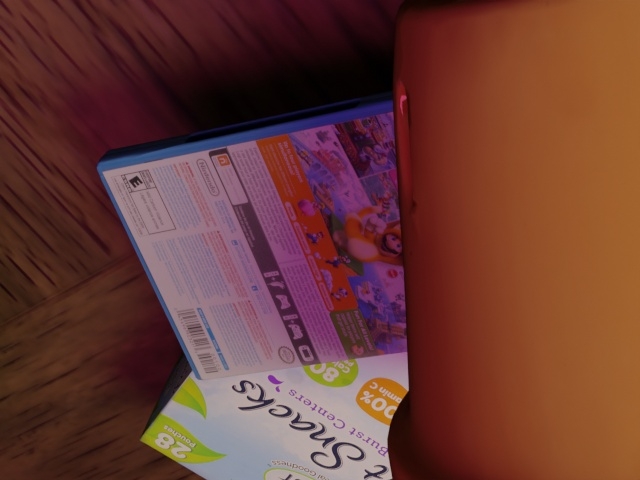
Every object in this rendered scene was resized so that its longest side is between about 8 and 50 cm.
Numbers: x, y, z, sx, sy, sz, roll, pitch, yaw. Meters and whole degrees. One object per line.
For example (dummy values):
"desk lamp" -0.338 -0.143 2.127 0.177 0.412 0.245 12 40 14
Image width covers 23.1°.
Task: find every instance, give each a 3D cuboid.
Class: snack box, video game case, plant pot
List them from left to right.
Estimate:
"video game case" 0.000 0.000 0.665 0.166 0.015 0.119 -10 119 24
"snack box" 0.037 0.064 0.754 0.174 0.070 0.207 31 129 -7
"plant pot" 0.145 -0.007 0.515 0.291 0.291 0.203 -12 102 24
